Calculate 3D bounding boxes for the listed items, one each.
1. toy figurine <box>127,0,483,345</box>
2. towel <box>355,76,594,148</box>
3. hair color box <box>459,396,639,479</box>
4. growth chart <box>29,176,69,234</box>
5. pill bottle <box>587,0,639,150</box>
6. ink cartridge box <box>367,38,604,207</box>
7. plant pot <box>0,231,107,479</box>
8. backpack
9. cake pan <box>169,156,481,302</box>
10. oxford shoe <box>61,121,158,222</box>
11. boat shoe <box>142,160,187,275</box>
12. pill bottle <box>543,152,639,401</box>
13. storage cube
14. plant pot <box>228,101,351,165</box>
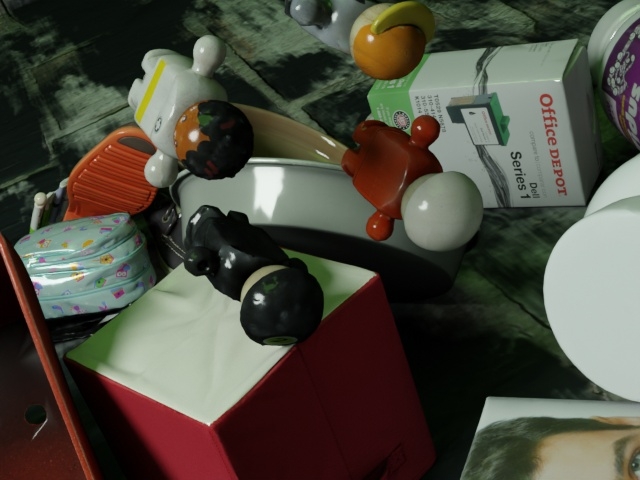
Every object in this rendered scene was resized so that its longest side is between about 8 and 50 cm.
[{"bbox_3d":[-0.008,-0.058,0.693,0.213,0.209,0.148,-27,37,-13],"label":"toy figurine"},{"bbox_3d":[0.197,-0.177,1.311,0.282,0.049,0.187,1,35,31],"label":"towel"},{"bbox_3d":[0.265,0.199,0.595,0.374,0.113,0.185,-3,34,27],"label":"hair color box"},{"bbox_3d":[-0.287,-0.079,1.349,0.237,0.021,0.172,-33,-12,-26],"label":"growth chart"},{"bbox_3d":[0.387,-0.151,1.040,0.169,0.169,0.301,-19,30,0],"label":"pill bottle"},{"bbox_3d":[0.183,-0.122,1.116,0.219,0.160,0.092,-1,36,30],"label":"ink cartridge box"},{"bbox_3d":[-0.304,0.168,0.806,0.267,0.267,0.236,-22,-5,-4],"label":"plant pot"},{"bbox_3d":[-0.283,0.037,1.169,0.182,0.115,0.152,-8,29,14],"label":"backpack"},{"bbox_3d":[0.000,0.000,0.949,0.293,0.293,0.054,0,72,30],"label":"cake pan"},{"bbox_3d":[-0.249,-0.077,1.213,0.271,0.097,0.098,-43,31,51],"label":"oxford shoe"},{"bbox_3d":[-0.169,-0.035,1.241,0.103,0.092,0.285,-25,30,-9],"label":"boat shoe"},{"bbox_3d":[0.303,0.001,0.749,0.176,0.176,0.318,13,25,42],"label":"pill bottle"},{"bbox_3d":[-0.053,0.132,0.805,0.215,0.193,0.184,15,45,43],"label":"storage cube"},{"bbox_3d":[-0.053,-0.056,1.147,0.237,0.109,0.237,20,21,-8],"label":"plant pot"}]
